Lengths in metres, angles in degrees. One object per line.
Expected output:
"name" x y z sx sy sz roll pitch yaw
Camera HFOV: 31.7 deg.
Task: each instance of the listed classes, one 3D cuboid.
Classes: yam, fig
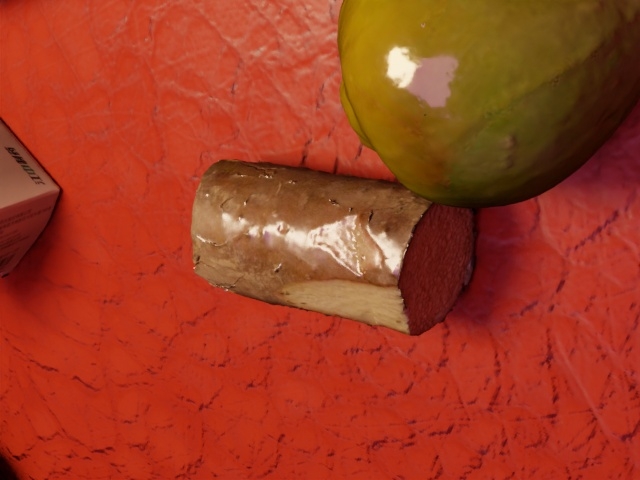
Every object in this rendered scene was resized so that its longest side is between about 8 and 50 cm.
"yam" 0.001 -0.001 0.952 0.238 0.128 0.129 12 114 28
"fig" 0.128 -0.122 0.802 0.230 0.207 0.207 -3 108 -2

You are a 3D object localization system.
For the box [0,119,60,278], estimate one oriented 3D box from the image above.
"box" -0.449 -0.096 1.175 0.333 0.173 0.145 48 125 9
